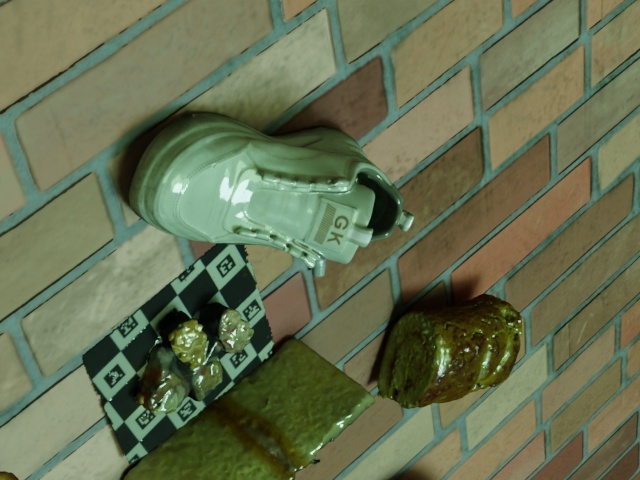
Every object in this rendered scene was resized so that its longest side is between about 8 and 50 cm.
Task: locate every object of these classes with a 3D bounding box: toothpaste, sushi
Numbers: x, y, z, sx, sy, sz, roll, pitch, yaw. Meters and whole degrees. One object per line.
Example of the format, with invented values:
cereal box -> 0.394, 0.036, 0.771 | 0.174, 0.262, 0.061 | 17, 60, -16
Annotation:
toothpaste -> 0.000, 0.000, 1.581 | 0.024, 0.015, 0.083 | -24, 129, -37
sushi -> -0.125, 0.120, 1.490 | 0.210, 0.040, 0.192 | -39, 139, -24

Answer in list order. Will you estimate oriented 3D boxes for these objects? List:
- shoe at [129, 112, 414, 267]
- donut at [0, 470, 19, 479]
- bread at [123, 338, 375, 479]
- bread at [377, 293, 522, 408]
shoe -> -0.026, -0.035, 1.393 | 0.316, 0.159, 0.124 | -9, 125, -51
donut -> -0.339, 0.269, 1.331 | 0.166, 0.073, 0.184 | -49, 146, -12
bread -> -0.078, 0.226, 1.597 | 0.266, 0.178, 0.141 | -41, 112, -26
bread -> 0.163, 0.137, 1.815 | 0.172, 0.103, 0.132 | -7, 120, -45
